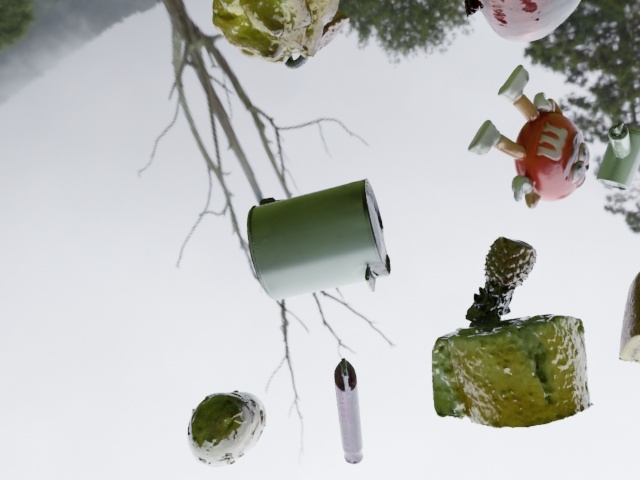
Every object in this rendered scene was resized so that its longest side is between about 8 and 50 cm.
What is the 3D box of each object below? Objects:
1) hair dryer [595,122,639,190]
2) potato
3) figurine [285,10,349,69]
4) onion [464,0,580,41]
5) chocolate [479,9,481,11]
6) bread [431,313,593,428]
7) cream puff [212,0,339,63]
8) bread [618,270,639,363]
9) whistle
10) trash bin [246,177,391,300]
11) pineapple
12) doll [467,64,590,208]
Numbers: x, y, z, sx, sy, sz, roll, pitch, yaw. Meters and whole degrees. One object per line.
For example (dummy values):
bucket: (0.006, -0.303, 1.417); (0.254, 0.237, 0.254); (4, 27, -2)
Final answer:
hair dryer: (0.309, -0.094, 0.653); (0.038, 0.124, 0.063); (19, -88, 29)
potato: (-0.198, 0.411, 1.384); (0.176, 0.298, 0.141); (-35, -109, -4)
figurine: (-0.086, -0.582, 1.320); (0.186, 0.382, 0.261); (-41, -177, -40)
onion: (0.365, -0.464, 1.010); (0.285, 0.273, 0.273); (-3, -142, 27)
chocolate: (0.461, -0.626, 1.540); (0.177, 0.176, 0.176); (-19, -148, 12)
bread: (0.249, 0.159, 0.821); (0.186, 0.123, 0.257); (-7, 174, 23)
cream puff: (-0.076, -0.416, 1.111); (0.196, 0.244, 0.244); (33, -121, 21)
bread: (0.633, 0.141, 1.194); (0.103, 0.132, 0.172); (19, -124, 15)
whistle: (0.040, 0.241, 0.876); (0.033, 0.176, 0.033); (-5, -151, 2)
trash bin: (0.000, 0.000, 1.371); (0.263, 0.217, 0.277); (-14, -124, 11)
pineapple: (0.264, 0.075, 0.937); (0.074, 0.159, 0.074); (17, -168, -4)
doll: (0.322, -0.129, 0.925); (0.085, 0.217, 0.183); (2, -121, 59)
